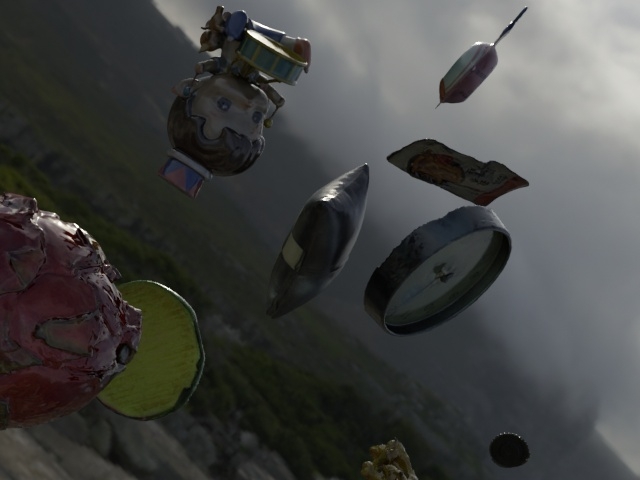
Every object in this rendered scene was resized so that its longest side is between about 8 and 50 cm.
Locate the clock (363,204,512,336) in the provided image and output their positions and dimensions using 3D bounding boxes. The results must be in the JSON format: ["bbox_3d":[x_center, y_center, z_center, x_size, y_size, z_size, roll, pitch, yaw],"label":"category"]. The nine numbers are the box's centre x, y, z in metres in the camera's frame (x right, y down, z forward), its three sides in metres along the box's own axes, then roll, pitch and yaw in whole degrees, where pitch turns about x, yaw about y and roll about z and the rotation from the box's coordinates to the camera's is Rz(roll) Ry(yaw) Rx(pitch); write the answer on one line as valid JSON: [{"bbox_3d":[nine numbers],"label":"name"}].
[{"bbox_3d":[0.201,0.058,1.811,0.055,0.280,0.280,54,3,29],"label":"clock"}]

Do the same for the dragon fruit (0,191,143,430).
[{"bbox_3d":[-0.376,0.083,1.233,0.342,0.277,0.277,41,1,-19],"label":"dragon fruit"}]

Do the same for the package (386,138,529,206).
[{"bbox_3d":[0.258,-0.130,2.004,0.239,0.030,0.154,20,-22,-24],"label":"package"}]

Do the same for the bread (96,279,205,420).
[{"bbox_3d":[-0.284,0.176,1.722,0.228,0.228,0.033,46,15,16],"label":"bread"}]

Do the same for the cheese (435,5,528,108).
[{"bbox_3d":[0.343,-0.388,2.284,0.074,0.286,0.189,42,18,-1],"label":"cheese"}]

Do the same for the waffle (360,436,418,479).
[{"bbox_3d":[0.159,0.399,1.319,0.293,0.069,0.260,38,29,-24],"label":"waffle"}]

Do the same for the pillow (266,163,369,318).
[{"bbox_3d":[0.000,0.000,1.752,0.106,0.250,0.186,33,35,9],"label":"pillow"}]

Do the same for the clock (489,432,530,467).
[{"bbox_3d":[0.351,0.391,1.995,0.010,0.074,0.083,-78,151,-59],"label":"clock"}]

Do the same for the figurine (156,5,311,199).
[{"bbox_3d":[-0.129,-0.184,1.507,0.161,0.275,0.158,16,21,-31],"label":"figurine"}]
